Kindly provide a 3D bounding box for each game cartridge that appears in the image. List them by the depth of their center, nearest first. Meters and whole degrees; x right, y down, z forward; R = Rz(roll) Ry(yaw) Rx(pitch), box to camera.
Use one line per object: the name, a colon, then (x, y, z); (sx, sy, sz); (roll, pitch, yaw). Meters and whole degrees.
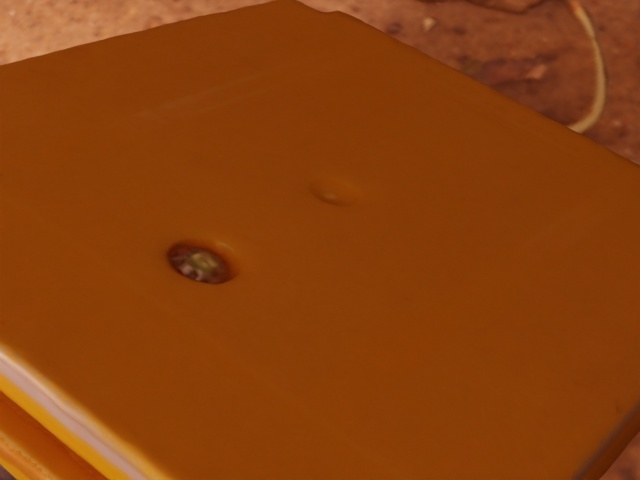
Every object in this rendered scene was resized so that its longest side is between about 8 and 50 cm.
game cartridge: (0.000, 0.000, 0.450); (0.285, 0.052, 0.324); (33, 35, 24)

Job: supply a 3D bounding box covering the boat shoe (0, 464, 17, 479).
boat shoe: (-0.130, 0.058, 0.479); (0.335, 0.121, 0.119); (-1, 42, -2)
